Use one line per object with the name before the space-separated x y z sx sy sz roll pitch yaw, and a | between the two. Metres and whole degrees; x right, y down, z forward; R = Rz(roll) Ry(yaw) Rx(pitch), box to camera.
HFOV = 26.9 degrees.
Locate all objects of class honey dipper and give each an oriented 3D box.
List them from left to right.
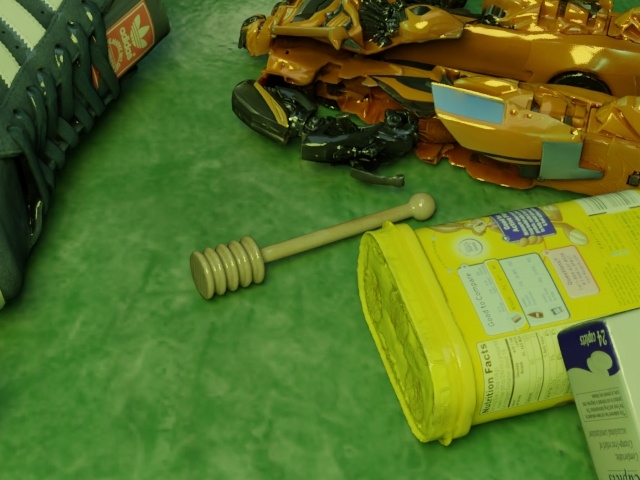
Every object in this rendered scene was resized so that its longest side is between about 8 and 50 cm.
honey dipper | 0.000 0.000 0.813 0.160 0.030 0.030 -16 51 -22

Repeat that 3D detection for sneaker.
sneaker | -0.166 -0.108 0.828 0.148 0.131 0.350 -7 49 -3

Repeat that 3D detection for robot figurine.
robot figurine | 0.086 -0.120 0.882 0.291 0.085 0.211 13 45 8

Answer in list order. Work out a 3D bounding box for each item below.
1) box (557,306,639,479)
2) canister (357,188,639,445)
box | 0.202 0.093 0.670 0.126 0.072 0.137 -13 82 -14
canister | 0.120 0.037 0.754 0.170 0.073 0.126 -10 50 -14
